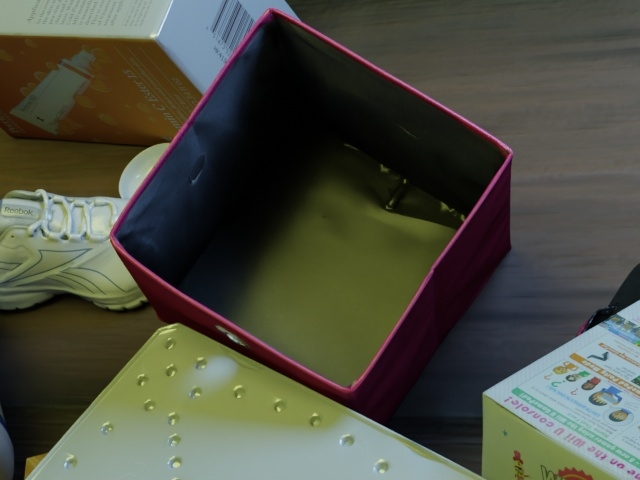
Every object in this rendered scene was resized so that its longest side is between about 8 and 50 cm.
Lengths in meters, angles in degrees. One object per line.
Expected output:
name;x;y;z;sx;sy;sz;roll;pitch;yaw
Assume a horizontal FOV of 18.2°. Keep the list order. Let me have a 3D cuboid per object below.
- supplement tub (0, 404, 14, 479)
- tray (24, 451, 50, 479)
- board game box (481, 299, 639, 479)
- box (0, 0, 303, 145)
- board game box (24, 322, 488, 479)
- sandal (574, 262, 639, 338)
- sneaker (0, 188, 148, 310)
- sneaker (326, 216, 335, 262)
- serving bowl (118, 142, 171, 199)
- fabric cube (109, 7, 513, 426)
supplement tub;-0.445;0.138;2.006;0.228;0.228;0.316;-31;49;9
tray;-0.121;0.363;1.693;0.411;0.076;0.203;34;124;40
board game box;0.308;0.140;1.553;0.303;0.097;0.224;-25;38;-33
box;-0.231;-0.226;2.133;0.345;0.215;0.168;5;63;34
board game box;-0.103;0.282;1.576;0.390;0.050;0.390;24;64;37
sandal;0.255;0.085;1.754;0.067;0.040;0.179;21;72;38
sneaker;-0.262;0.002;2.057;0.297;0.129;0.111;-9;54;24
sneaker;-0.023;-0.050;1.976;0.092;0.087;0.229;-11;55;15
serving bowl;-0.171;-0.062;2.111;0.083;0.027;0.083;-18;46;19
fabric cube;0.000;0.000;1.763;0.254;0.258;0.259;32;78;13
